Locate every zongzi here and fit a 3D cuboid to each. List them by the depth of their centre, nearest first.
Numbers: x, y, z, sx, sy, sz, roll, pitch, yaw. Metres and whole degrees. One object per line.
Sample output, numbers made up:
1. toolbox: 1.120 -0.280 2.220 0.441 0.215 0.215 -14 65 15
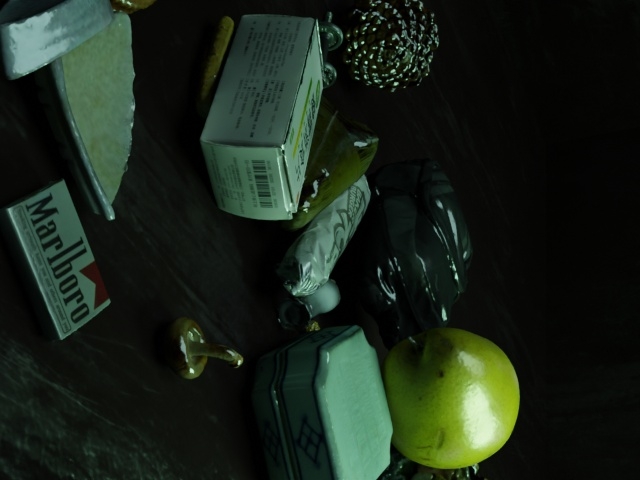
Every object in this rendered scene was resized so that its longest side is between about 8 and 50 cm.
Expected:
1. zongzi: -0.071 -0.187 1.739 0.300 0.145 0.274 44 47 3

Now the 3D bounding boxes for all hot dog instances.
1. hot dog: -0.183 -0.301 1.598 0.066 0.047 0.216 100 -2 -60

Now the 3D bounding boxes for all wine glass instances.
1. wine glass: -0.020 0.120 1.764 0.155 0.072 0.072 -28 107 -64

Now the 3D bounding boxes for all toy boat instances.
1. toy boat: -0.320 -0.224 1.241 0.294 0.111 0.276 73 22 -45

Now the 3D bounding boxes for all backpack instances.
1. backpack: 0.184 0.040 2.025 0.446 0.254 0.363 -69 138 -60

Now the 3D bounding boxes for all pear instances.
1. pear: 0.246 0.288 1.817 0.285 0.284 0.337 -61 157 -53

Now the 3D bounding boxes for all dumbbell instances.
1. dumbbell: 0.002 -0.394 1.981 0.082 0.081 0.254 51 37 -46

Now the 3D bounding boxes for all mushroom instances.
1. mushroom: -0.181 0.171 1.393 0.129 0.073 0.088 27 33 -19

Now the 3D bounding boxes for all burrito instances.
1. burrito: 0.000 0.000 1.781 0.101 0.139 0.445 30 34 1

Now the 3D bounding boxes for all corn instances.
1. corn: -0.008 0.196 1.801 0.037 0.037 0.092 -57 134 -55

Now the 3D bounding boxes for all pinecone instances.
1. pinecone: 0.151 -0.481 2.190 0.292 0.246 0.246 -91 162 -67

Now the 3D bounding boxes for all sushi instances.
1. sushi: 0.240 0.531 2.000 0.218 0.238 0.225 29 44 -52

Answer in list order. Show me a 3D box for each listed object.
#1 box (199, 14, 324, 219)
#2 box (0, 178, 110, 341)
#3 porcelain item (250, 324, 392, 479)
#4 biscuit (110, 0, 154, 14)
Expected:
1. box: -0.091 -0.215 1.596 0.173 0.145 0.333 80 17 -51
2. box: -0.336 0.023 1.174 0.115 0.035 0.178 -45 121 -60
3. porcelain item: 0.004 0.308 1.646 0.281 0.157 0.286 -24 102 -67
4. biscuit: -0.305 -0.441 1.369 0.220 0.066 0.221 32 53 -57
